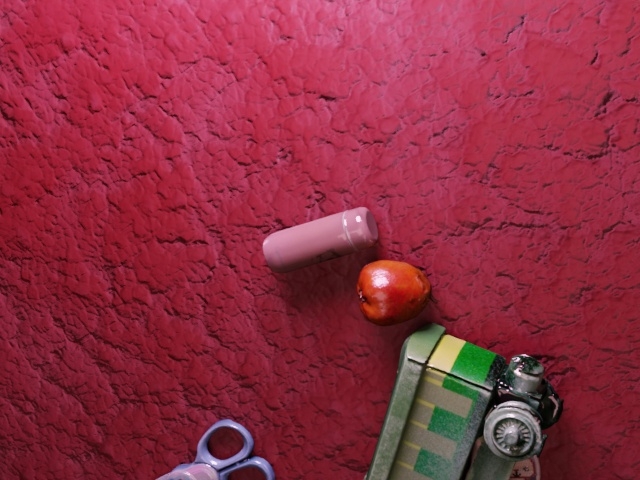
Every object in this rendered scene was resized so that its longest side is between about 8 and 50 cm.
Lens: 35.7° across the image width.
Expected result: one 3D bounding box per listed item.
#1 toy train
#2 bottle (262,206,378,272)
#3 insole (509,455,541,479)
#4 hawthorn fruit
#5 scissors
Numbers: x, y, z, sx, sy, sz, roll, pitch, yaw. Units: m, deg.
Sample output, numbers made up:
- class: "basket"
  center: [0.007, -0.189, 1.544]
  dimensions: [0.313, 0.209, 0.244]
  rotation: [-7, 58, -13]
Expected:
- class: "toy train"
  center: [0.167, 0.260, 1.221]
  dimensions: [0.202, 0.120, 0.300]
  rotation: [21, 114, 15]
- class: "bottle"
  center: [0.000, 0.000, 1.216]
  dimensions: [0.140, 0.053, 0.053]
  rotation: [-17, 103, 21]
- class: "insole"
  center: [0.254, 0.327, 1.282]
  dimensions: [0.065, 0.004, 0.197]
  rotation: [-3, 107, 18]
- class: "hawthorn fruit"
  center: [0.093, 0.063, 1.204]
  dimensions: [0.093, 0.081, 0.081]
  rotation: [-9, 109, -11]
- class: "scissors"
  center: [-0.188, 0.344, 1.409]
  dimensions: [0.256, 0.030, 0.125]
  rotation: [-27, 98, 21]
